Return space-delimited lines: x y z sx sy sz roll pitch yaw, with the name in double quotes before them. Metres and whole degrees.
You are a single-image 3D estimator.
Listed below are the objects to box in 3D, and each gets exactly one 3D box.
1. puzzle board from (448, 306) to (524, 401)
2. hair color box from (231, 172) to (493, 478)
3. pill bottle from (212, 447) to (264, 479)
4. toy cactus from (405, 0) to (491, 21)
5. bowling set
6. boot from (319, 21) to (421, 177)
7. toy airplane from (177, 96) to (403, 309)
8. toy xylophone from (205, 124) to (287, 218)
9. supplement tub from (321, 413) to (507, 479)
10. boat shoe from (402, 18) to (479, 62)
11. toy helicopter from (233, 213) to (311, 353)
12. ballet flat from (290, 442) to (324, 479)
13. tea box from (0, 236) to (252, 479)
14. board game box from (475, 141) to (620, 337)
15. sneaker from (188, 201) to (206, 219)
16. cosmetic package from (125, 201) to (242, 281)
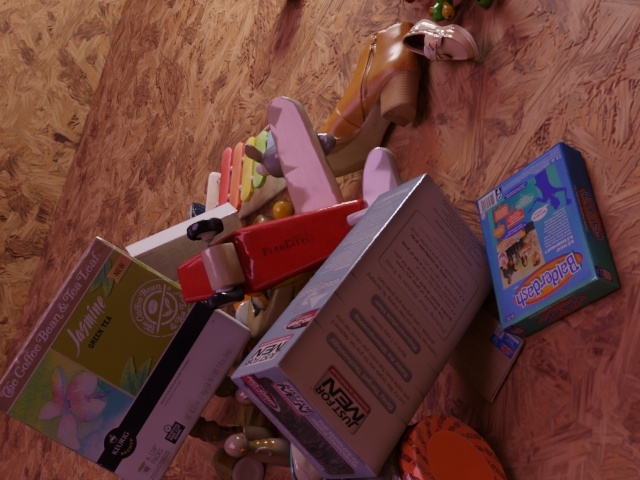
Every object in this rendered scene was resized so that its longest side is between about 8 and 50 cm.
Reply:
"puzzle board" 0.224 0.151 1.152 0.096 0.011 0.128 -64 32 11
"hair color box" 0.075 0.103 1.076 0.114 0.185 0.374 -24 21 51
"pill bottle" -0.160 0.427 1.564 0.116 0.065 0.065 0 75 57
"toy cactus" 0.229 -0.455 1.389 0.180 0.112 0.219 -57 24 6
"bowling set" -0.139 0.293 1.514 0.287 0.154 0.199 -9 67 56
"boot" 0.075 -0.257 1.530 0.295 0.104 0.211 -32 43 40
"toy airplane" 0.000 0.000 1.367 0.386 0.385 0.272 -64 -12 -1
"toy xylophone" -0.144 -0.173 1.836 0.323 0.081 0.236 -39 44 42
"supplement tub" 0.085 0.371 1.081 0.316 0.194 0.193 -47 39 33
"boat shoe" 0.196 -0.322 1.371 0.059 0.063 0.170 -36 32 -11
"toy helicopter" -0.111 0.074 1.649 0.355 0.140 0.235 -103 33 -57
"ballet flat" -0.015 0.297 1.405 0.086 0.086 0.248 -46 41 36
"tea box" -0.352 0.214 1.487 0.329 0.324 0.220 -60 10 -9
"board game box" 0.291 0.000 1.087 0.160 0.047 0.210 -38 44 42
"sneaker" -0.286 -0.012 1.979 0.081 0.080 0.211 -51 35 26
"cosmetic package" -0.279 0.014 1.748 0.060 0.239 0.098 42 151 52
